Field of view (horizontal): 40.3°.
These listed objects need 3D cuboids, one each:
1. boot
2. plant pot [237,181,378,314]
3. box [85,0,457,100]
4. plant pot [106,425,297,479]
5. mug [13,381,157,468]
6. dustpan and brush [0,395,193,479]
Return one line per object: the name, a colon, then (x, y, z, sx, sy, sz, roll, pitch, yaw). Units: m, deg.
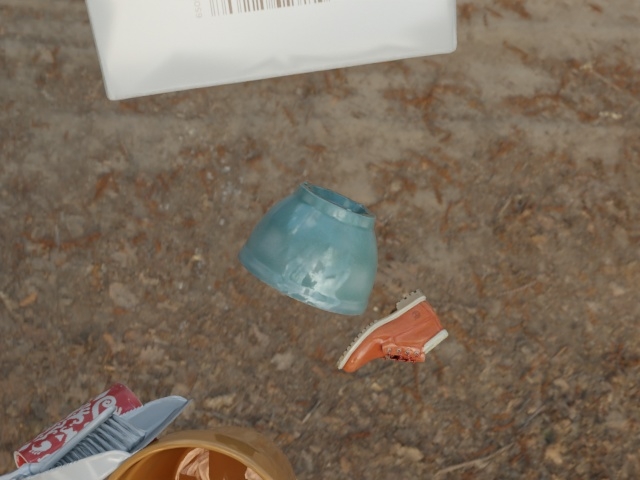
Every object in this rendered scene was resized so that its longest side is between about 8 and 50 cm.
boot: (0.098, 0.142, 1.181, 0.158, 0.059, 0.085, -34, 78, -12)
plant pot: (0.000, 0.000, 1.809, 0.293, 0.196, 0.293, 23, 12, -5)
box: (-0.029, -0.134, 0.362, 0.130, 0.091, 0.170, -10, 28, -5)
plant pot: (-0.146, 0.389, 1.225, 0.290, 0.291, 0.203, 33, 10, 5)
mug: (-0.323, 0.305, 1.228, 0.169, 0.113, 0.150, -29, 84, -34)
dustpan and brush: (-0.222, 0.191, 0.734, 0.060, 0.211, 0.147, 51, 11, 1)
